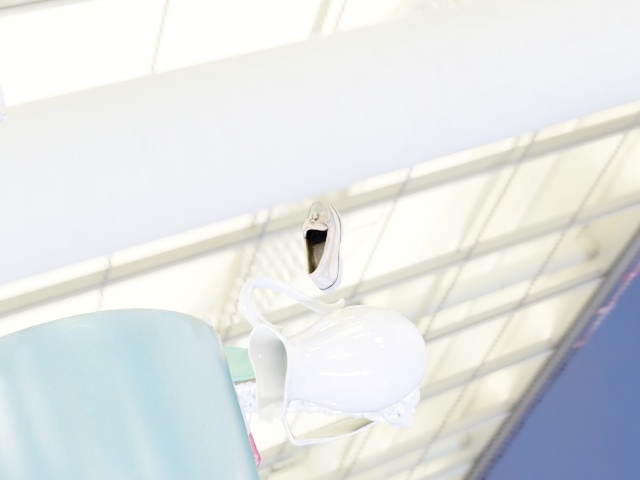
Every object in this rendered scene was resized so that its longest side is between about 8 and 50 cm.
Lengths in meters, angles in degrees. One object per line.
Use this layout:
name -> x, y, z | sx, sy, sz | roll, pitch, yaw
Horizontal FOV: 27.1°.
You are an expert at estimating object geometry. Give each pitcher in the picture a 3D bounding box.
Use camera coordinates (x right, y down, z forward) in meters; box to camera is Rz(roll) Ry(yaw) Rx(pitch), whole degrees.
pitcher -> 0.010, 0.117, 1.549 | 0.125, 0.207, 0.178 | -42, -121, 49

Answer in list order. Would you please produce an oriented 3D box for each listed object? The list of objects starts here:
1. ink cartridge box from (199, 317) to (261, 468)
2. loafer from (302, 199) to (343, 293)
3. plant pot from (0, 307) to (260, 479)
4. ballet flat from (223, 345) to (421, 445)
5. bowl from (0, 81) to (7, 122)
ink cartridge box -> -0.130, 0.185, 1.353 | 0.127, 0.072, 0.175 | -64, 138, -68
loafer -> 0.000, 0.000, 1.503 | 0.045, 0.039, 0.125 | -29, -133, 27
plant pot -> -0.166, 0.224, 0.958 | 0.235, 0.293, 0.293 | 64, -30, 26
ballet flat -> -0.063, 0.206, 1.729 | 0.147, 0.409, 0.147 | 178, -90, -88
bowl -> -0.511, -0.212, 1.803 | 0.298, 0.134, 0.298 | 165, -90, -86
